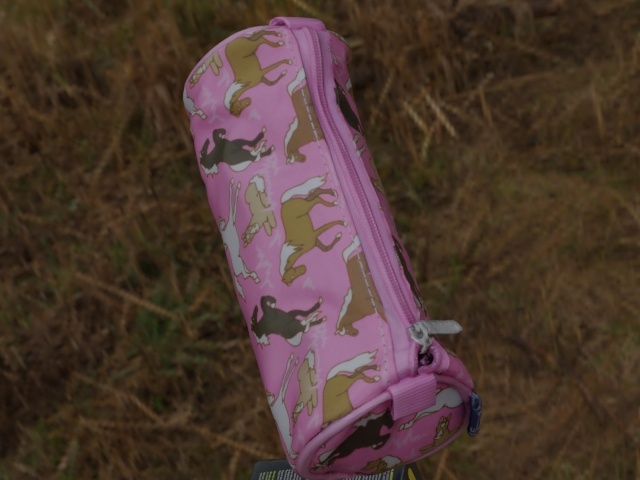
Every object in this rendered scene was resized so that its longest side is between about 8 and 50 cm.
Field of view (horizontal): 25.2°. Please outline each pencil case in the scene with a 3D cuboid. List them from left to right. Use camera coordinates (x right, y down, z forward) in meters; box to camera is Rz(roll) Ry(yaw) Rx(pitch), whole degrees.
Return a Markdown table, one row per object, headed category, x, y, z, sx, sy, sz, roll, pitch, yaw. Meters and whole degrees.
| category | x | y | z | sx | sy | sz | roll | pitch | yaw |
| --- | --- | --- | --- | --- | --- | --- | --- | --- | --- |
| pencil case | 0.000 | 0.000 | 1.167 | 0.167 | 0.160 | 0.386 | -26 | 59 | 11 |

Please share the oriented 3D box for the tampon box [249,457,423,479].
| category | x | y | z | sx | sy | sz | roll | pitch | yaw |
| --- | --- | --- | --- | --- | --- | --- | --- | --- | --- |
| tampon box | 0.020 | 0.275 | 1.348 | 0.161 | 0.120 | 0.101 | -8 | 39 | 20 |
